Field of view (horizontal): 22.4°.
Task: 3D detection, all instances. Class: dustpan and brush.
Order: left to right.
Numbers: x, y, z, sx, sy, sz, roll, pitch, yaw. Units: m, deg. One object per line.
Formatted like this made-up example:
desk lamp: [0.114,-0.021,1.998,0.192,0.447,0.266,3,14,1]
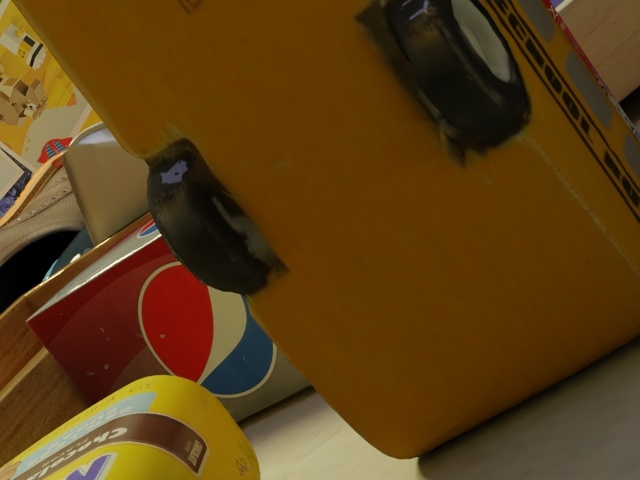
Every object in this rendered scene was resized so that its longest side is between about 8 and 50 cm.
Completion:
dustpan and brush: [-0.044,-0.037,1.037,0.211,0.147,0.060,-6,44,8]

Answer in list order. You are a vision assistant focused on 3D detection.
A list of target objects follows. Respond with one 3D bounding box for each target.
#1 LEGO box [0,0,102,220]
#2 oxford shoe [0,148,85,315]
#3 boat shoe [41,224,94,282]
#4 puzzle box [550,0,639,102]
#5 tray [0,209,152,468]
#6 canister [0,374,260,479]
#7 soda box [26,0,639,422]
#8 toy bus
LEGO box: [-0.313,-0.194,1.515,0.500,0.372,0.193,-51,-1,38]
oxford shoe: [-0.187,0.014,1.278,0.132,0.130,0.363,-1,28,39]
boat shoe: [-0.103,-0.020,1.203,0.089,0.109,0.258,-17,36,44]
puzzle box: [0.162,-0.157,0.884,0.272,0.052,0.409,-40,9,19]
tray: [-0.157,0.095,0.842,0.203,0.076,0.411,-32,9,26]
canister: [-0.081,0.111,0.484,0.126,0.073,0.170,-34,8,9]
soda box: [0.000,0.000,0.673,0.263,0.092,0.083,-30,10,36]
toy bus: [-0.023,-0.096,0.484,0.108,0.333,0.130,-32,11,25]
